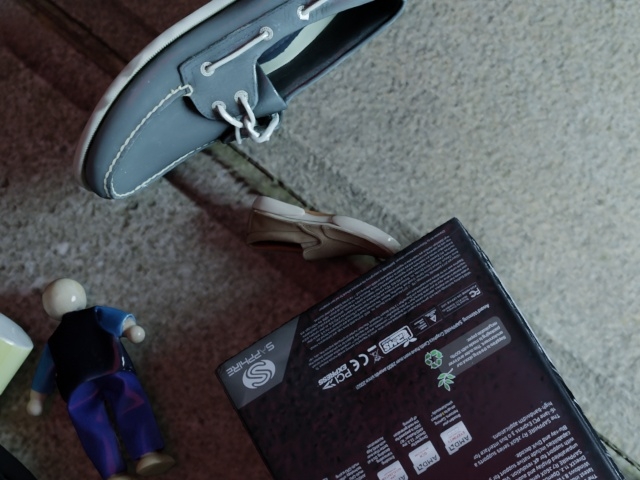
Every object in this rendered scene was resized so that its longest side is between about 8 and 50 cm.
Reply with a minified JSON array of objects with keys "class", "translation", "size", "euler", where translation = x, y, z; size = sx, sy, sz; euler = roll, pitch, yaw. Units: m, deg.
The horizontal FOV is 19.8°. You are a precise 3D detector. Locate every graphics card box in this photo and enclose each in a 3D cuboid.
[{"class":"graphics card box","translation":[0.106,0.197,1.397],"size":[0.233,0.094,0.371],"euler":[-34,72,6]}]

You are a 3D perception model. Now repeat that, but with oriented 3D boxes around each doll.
[{"class":"doll","translation":[-0.190,0.116,1.523],"size":[0.129,0.046,0.189],"euler":[-31,70,20]}]

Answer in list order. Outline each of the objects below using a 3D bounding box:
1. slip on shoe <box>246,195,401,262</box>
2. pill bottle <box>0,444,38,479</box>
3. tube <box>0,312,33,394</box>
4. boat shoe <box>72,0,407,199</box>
[{"class":"slip on shoe","translation":[0.000,0.000,1.494],"size":[0.135,0.051,0.041],"euler":[17,77,22]},{"class":"pill bottle","translation":[-0.324,0.267,1.486],"size":[0.219,0.123,0.123],"euler":[-44,70,2]},{"class":"tube","translation":[-0.333,0.166,1.547],"size":[0.240,0.062,0.070],"euler":[-53,26,9]},{"class":"boat shoe","translation":[-0.065,-0.135,1.513],"size":[0.319,0.116,0.099],"euler":[-41,66,-2]}]
